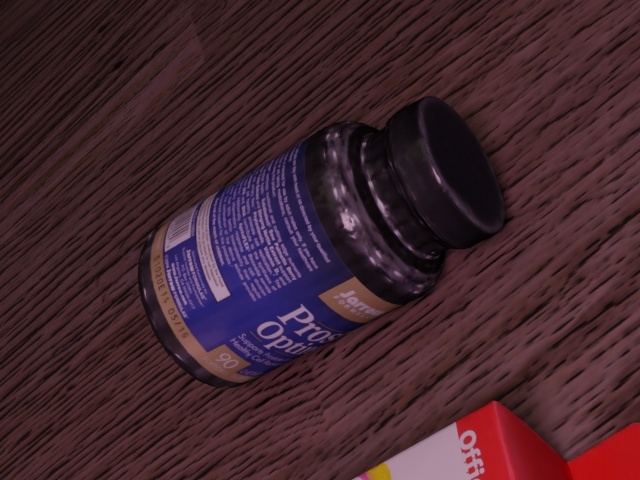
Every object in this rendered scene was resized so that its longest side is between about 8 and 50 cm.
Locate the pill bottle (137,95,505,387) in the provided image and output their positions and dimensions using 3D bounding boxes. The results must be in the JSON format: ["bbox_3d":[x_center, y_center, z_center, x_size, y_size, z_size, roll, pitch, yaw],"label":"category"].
[{"bbox_3d":[0.000,0.000,0.784,0.219,0.123,0.123,-28,40,27],"label":"pill bottle"}]

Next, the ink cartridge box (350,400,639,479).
[{"bbox_3d":[0.061,0.174,0.599,0.231,0.078,0.134,-34,38,20],"label":"ink cartridge box"}]
